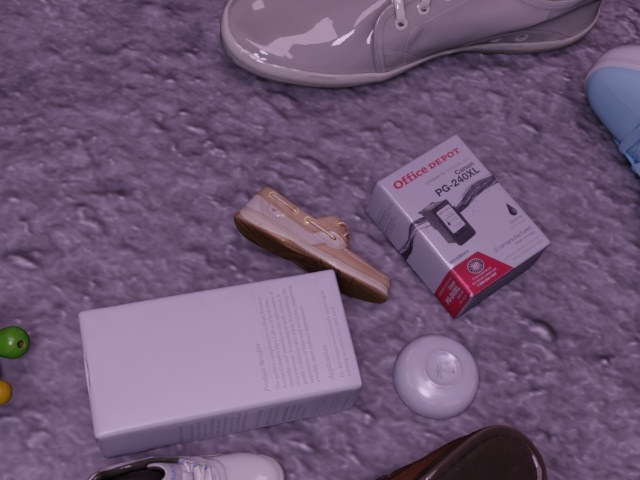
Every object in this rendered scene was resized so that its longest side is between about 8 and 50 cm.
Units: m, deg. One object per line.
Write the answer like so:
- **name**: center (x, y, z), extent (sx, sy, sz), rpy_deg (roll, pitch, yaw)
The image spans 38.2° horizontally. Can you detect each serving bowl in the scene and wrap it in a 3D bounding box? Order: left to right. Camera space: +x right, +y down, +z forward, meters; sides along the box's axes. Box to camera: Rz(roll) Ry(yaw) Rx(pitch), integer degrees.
- **serving bowl**: center (0.112, 0.125, 0.873), extent (0.083, 0.027, 0.083), rpy_deg (4, 64, -7)

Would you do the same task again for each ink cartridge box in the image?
- **ink cartridge box**: center (0.134, -0.016, 0.926), extent (0.109, 0.063, 0.150), rpy_deg (-32, 72, -21)

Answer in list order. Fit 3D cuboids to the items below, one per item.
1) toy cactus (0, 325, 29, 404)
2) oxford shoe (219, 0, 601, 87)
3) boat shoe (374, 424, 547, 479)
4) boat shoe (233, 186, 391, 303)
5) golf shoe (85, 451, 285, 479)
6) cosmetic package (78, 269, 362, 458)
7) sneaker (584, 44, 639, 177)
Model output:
- **toy cactus**: center (-0.366, 0.113, 0.780), extent (0.219, 0.112, 0.180), rpy_deg (-38, 65, -14)
- **oxford shoe**: center (0.110, -0.272, 1.015), extent (0.449, 0.130, 0.169), rpy_deg (-9, 67, -11)
- **boat shoe**: center (0.047, 0.260, 0.759), extent (0.307, 0.104, 0.111), rpy_deg (-23, 78, -20)
- **boat shoe**: center (0.000, 0.000, 0.899), extent (0.170, 0.063, 0.059), rpy_deg (30, 69, 8)
- **golf shoe**: center (-0.112, 0.208, 0.769), extent (0.176, 0.086, 0.069), rpy_deg (-7, 63, -13)
- **cosmetic package**: center (-0.088, 0.109, 0.823), extent (0.231, 0.085, 0.117), rpy_deg (-9, 65, -10)
- **sneaker**: center (0.389, -0.046, 0.937), extent (0.150, 0.135, 0.366), rpy_deg (-35, 73, -27)
